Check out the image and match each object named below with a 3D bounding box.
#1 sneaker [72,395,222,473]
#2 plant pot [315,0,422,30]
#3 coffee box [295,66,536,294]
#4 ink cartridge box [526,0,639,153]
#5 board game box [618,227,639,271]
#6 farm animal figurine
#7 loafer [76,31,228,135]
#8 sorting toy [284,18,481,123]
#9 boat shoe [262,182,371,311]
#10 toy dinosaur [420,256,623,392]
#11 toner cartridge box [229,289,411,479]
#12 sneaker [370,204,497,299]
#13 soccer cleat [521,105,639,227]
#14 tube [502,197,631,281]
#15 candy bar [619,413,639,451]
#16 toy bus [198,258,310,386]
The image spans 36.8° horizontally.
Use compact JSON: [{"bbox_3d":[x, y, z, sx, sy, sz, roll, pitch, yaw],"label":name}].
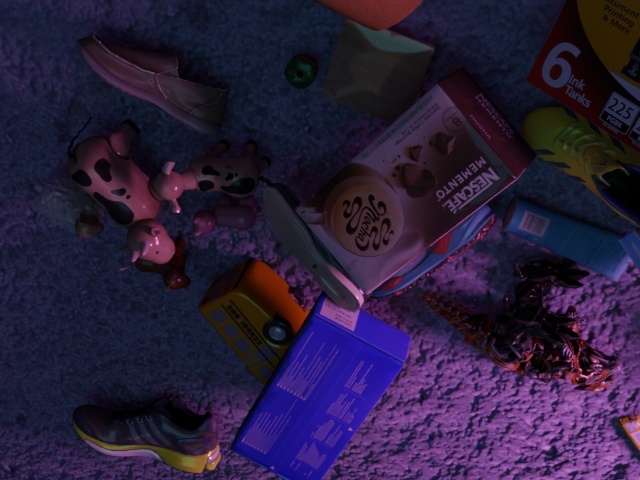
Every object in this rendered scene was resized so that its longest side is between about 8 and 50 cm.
[{"bbox_3d":[-0.332,0.352,1.865,0.299,0.111,0.121,10,113,3],"label":"sneaker"},{"bbox_3d":[0.028,-0.398,1.228,0.237,0.237,0.254,-32,122,30],"label":"plant pot"},{"bbox_3d":[0.132,-0.082,1.366,0.297,0.119,0.168,-39,90,32],"label":"coffee box"},{"bbox_3d":[0.456,-0.241,1.171,0.309,0.130,0.272,38,125,24],"label":"ink cartridge box"},{"bbox_3d":[0.603,0.008,1.296,0.291,0.141,0.232,-40,74,31],"label":"board game box"},{"bbox_3d":[-0.269,-0.062,1.534,0.326,0.172,0.330,35,124,-7],"label":"farm animal figurine"},{"bbox_3d":[-0.251,-0.254,1.471,0.251,0.094,0.087,29,100,-14],"label":"loafer"},{"bbox_3d":[0.093,-0.247,1.392,0.274,0.046,0.132,21,124,3],"label":"sorting toy"},{"bbox_3d":[0.000,0.000,1.479,0.233,0.079,0.084,49,153,-7],"label":"boat shoe"},{"bbox_3d":[0.324,0.152,1.525,0.321,0.164,0.218,4,142,-11],"label":"toy dinosaur"},{"bbox_3d":[-0.005,0.255,1.583,0.165,0.075,0.348,30,123,-2],"label":"toner cartridge box"},{"bbox_3d":[0.151,-0.008,1.514,0.262,0.104,0.125,-38,84,31],"label":"sneaker"},{"bbox_3d":[0.380,-0.105,1.294,0.289,0.121,0.093,42,112,33],"label":"soccer cleat"},{"bbox_3d":[0.381,-0.003,1.466,0.207,0.052,0.080,22,129,-5],"label":"tube"},{"bbox_3d":[0.568,0.360,1.655,0.040,0.018,0.161,-31,108,26],"label":"candy bar"},{"bbox_3d":[-0.053,0.191,1.669,0.130,0.108,0.333,-29,110,28],"label":"toy bus"}]
